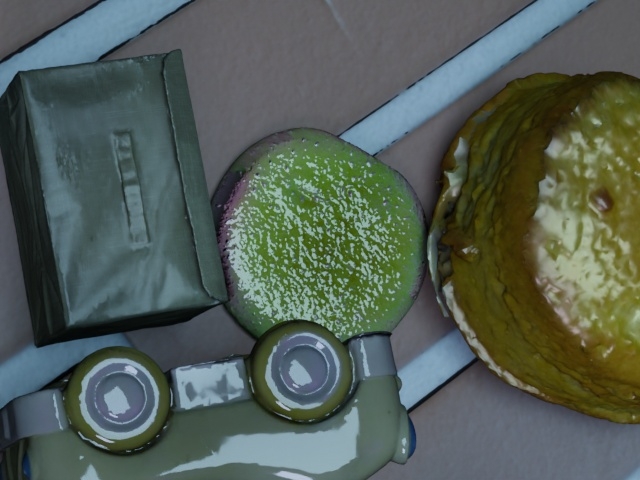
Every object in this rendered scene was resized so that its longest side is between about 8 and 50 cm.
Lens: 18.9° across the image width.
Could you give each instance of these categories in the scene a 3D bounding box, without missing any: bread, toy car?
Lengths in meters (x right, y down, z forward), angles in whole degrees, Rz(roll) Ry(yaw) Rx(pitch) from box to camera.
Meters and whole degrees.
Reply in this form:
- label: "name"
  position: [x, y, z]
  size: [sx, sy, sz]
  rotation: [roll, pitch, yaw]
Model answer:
- label: "bread"
  position: [0.000, 0.000, 1.834]
  size: [0.228, 0.033, 0.228]
  rotation: [3, 80, -17]
- label: "toy car"
  position: [-0.101, 0.202, 1.655]
  size: [0.336, 0.242, 0.226]
  rotation: [-6, 81, -19]
- label: "bread"
  position: [0.292, -0.007, 1.849]
  size: [0.358, 0.204, 0.337]
  rotation: [18, 71, -14]

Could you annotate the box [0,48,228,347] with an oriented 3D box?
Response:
- label: "box"
  position: [-0.189, -0.035, 1.711]
  size: [0.149, 0.155, 0.231]
  rotation: [-9, 85, -20]
